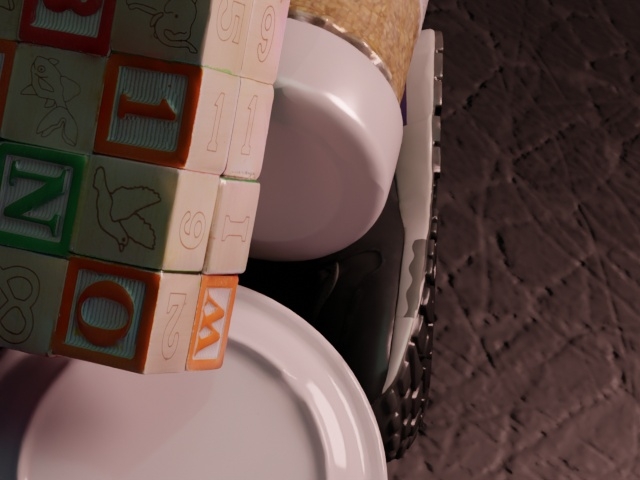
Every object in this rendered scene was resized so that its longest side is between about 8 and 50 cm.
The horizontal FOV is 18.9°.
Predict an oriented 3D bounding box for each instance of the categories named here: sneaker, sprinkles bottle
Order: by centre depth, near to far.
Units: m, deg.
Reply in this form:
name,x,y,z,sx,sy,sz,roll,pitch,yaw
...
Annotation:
name,x,y,z,sx,sy,sz,roll,pitch,yaw
sprinkles bottle,0.005,-0.151,1.016,0.121,0.121,0.355,20,46,-5
sneaker,0.000,0.000,1.019,0.124,0.107,0.283,2,45,3

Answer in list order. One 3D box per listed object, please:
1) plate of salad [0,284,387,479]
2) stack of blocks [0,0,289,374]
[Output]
name,x,y,z,sx,sy,sz,roll,pitch,yaw
plate of salad,-0.069,0.113,0.882,0.199,0.048,0.200,3,70,-8
stack of blocks,-0.108,-0.103,0.835,0.171,0.297,0.087,10,1,19
